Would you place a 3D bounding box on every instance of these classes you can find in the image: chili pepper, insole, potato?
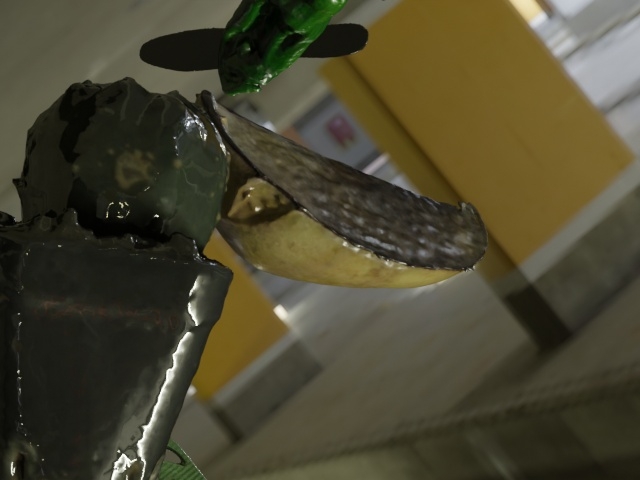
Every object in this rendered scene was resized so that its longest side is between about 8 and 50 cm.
[{"bbox_3d":[-0.033,-0.222,1.667,0.074,0.100,0.257,-27,174,-32],"label":"chili pepper"},{"bbox_3d":[-0.073,-0.207,1.802,0.253,0.005,0.086,-2,-141,11],"label":"insole"},{"bbox_3d":[0.001,0.002,1.204,0.100,0.261,0.120,-48,-143,29],"label":"potato"}]

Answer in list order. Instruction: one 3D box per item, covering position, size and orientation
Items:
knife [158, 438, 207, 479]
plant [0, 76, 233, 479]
[{"bbox_3d":[-0.063,0.277,1.429,0.043,0.293,0.020,-38,164,-6],"label":"knife"},{"bbox_3d":[-0.134,0.032,0.964,0.164,0.141,0.256,166,-63,-75],"label":"plant"}]
